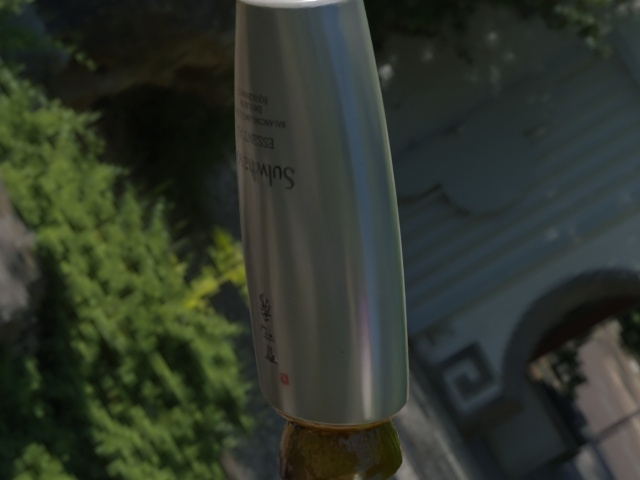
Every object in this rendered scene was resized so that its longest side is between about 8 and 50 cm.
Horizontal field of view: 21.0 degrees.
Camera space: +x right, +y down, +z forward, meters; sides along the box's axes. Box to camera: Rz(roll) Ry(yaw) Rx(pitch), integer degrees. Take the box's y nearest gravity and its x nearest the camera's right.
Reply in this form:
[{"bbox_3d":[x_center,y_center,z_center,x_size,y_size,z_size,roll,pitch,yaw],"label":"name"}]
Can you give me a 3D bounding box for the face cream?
[{"bbox_3d":[0.000,0.000,0.611,0.072,0.051,0.182,25,-54,54],"label":"face cream"}]
